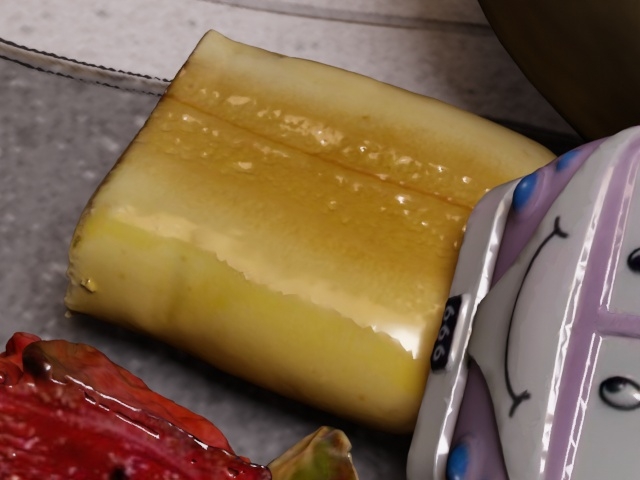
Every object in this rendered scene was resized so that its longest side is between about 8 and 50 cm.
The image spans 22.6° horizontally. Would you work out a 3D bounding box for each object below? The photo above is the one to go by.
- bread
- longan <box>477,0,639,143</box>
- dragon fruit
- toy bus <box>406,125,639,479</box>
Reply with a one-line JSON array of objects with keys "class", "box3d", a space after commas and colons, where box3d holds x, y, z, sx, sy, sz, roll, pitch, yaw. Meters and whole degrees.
[{"class": "bread", "box3d": [0.000, 0.001, 0.598, 0.173, 0.085, 0.134, 23, 55, 11]}, {"class": "longan", "box3d": [0.179, -0.143, 0.574, 0.288, 0.288, 0.350, 14, 12, 4]}, {"class": "dragon fruit", "box3d": [-0.057, 0.094, 0.525, 0.192, 0.092, 0.122, 19, 56, 7]}, {"class": "toy bus", "box3d": [0.144, 0.055, 0.501, 0.202, 0.142, 0.142, 21, 76, -21]}]
